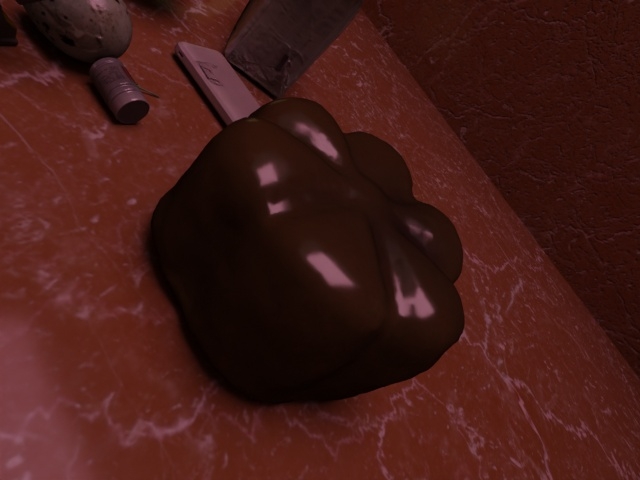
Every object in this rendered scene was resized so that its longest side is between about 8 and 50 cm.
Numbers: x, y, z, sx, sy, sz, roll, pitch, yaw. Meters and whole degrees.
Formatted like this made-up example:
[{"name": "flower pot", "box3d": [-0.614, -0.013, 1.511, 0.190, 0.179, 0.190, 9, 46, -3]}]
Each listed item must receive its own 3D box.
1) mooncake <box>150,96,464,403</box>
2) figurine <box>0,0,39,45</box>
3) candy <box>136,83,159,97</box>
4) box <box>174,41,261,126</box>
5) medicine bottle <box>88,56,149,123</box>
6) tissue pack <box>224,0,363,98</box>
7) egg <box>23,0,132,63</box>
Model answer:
[{"name": "mooncake", "box3d": [0.000, 0.000, 0.643, 0.466, 0.262, 0.467, 28, 40, -26]}, {"name": "figurine", "box3d": [-0.446, -0.391, 0.477, 0.342, 0.285, 0.167, 2, 58, -46]}, {"name": "candy", "box3d": [-0.326, -0.278, 0.746, 0.083, 0.023, 0.025, 11, 92, -52]}, {"name": "box", "box3d": [-0.197, -0.318, 0.918, 0.285, 0.044, 0.142, 54, 31, 7]}, {"name": "medicine bottle", "box3d": [-0.327, -0.243, 0.675, 0.091, 0.058, 0.058, 55, 34, 8]}, {"name": "tissue pack", "box3d": [-0.066, -0.630, 1.114, 0.205, 0.331, 0.405, 34, 36, -26]}, {"name": "egg", "box3d": [-0.388, -0.358, 0.659, 0.164, 0.131, 0.131, 18, 43, -20]}]
